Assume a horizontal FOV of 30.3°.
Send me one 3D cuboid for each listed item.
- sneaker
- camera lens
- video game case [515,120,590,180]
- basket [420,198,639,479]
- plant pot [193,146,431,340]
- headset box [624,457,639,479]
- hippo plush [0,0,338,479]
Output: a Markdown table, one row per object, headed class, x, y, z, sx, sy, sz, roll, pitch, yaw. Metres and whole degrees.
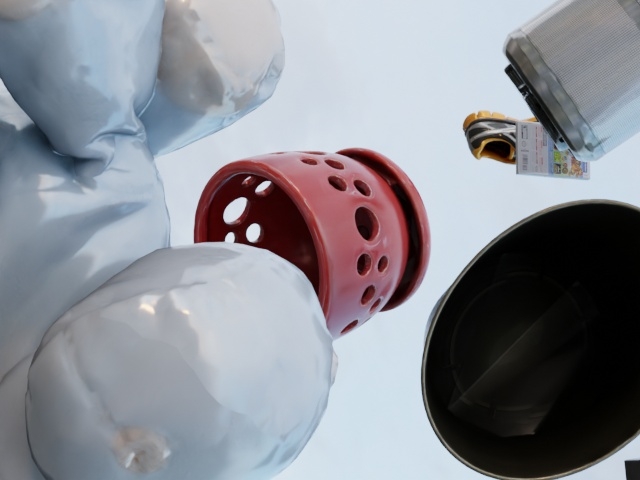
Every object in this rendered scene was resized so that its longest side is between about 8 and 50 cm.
| class | x | y | z | sx | sy | sz | roll | pitch | yaw |
| --- | --- | --- | --- | --- | --- | --- | --- | --- | --- |
| sneaker | 0.349 | -0.164 | 2.016 | 0.084 | 0.214 | 0.083 | 90 | 4 | -48 |
| camera lens | 0.408 | -0.259 | 1.643 | 0.219 | 0.274 | 0.219 | 52 | 12 | -15 |
| video game case | 0.368 | -0.142 | 1.871 | 0.011 | 0.122 | 0.087 | 134 | -41 | -74 |
| basket | 0.152 | 0.074 | 0.867 | 0.154 | 0.204 | 0.227 | 45 | -5 | 3 |
| plant pot | 0.000 | 0.000 | 1.143 | 0.191 | 0.174 | 0.191 | 20 | -62 | 43 |
| headset box | 0.631 | 0.383 | 1.783 | 0.246 | 0.283 | 0.131 | -13 | -104 | 42 |
| hippo plush | -0.124 | 0.027 | 0.479 | 0.294 | 0.234 | 0.237 | -43 | -121 | 40 |
